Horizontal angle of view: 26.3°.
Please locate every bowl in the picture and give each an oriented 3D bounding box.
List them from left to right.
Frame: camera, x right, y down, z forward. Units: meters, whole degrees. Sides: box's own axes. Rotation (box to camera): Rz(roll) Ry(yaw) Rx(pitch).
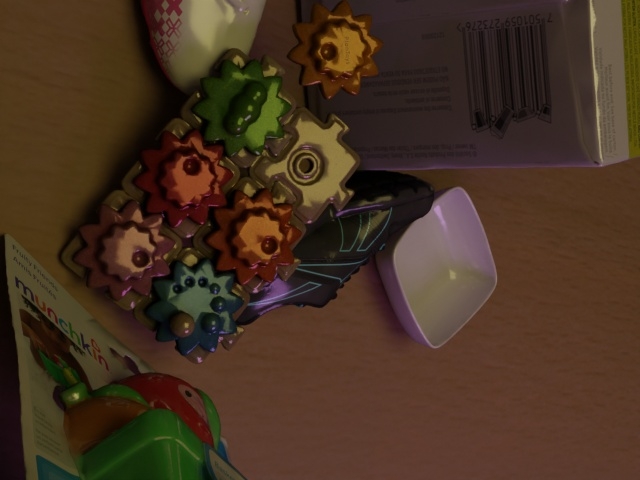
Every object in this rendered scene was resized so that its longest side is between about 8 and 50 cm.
[{"bbox_3d":[0.116,0.026,1.453,0.142,0.053,0.142,-42,122,-35],"label":"bowl"}]

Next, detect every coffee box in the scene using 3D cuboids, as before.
[{"bbox_3d":[0.209,-0.256,1.322,0.334,0.338,0.338,-15,103,-44],"label":"coffee box"}]

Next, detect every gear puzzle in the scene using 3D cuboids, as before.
[{"bbox_3d":[-0.053,-0.061,1.179,0.175,0.044,0.339,41,83,-19],"label":"gear puzzle"}]

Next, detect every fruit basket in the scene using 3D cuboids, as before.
[{"bbox_3d":[-0.118,0.181,1.062,0.165,0.353,0.327,-32,126,12],"label":"fruit basket"}]

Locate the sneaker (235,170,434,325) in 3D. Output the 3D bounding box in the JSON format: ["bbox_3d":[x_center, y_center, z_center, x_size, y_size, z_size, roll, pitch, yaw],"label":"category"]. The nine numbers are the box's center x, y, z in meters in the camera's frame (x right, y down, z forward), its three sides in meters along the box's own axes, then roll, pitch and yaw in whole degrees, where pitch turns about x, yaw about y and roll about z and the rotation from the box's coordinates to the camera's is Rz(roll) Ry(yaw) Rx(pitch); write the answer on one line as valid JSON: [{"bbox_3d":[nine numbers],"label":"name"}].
[{"bbox_3d":[0.000,0.000,1.319,0.267,0.101,0.106,-18,116,-34],"label":"sneaker"}]

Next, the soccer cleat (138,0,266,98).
[{"bbox_3d":[-0.071,-0.288,1.175,0.116,0.143,0.331,6,89,-45],"label":"soccer cleat"}]
